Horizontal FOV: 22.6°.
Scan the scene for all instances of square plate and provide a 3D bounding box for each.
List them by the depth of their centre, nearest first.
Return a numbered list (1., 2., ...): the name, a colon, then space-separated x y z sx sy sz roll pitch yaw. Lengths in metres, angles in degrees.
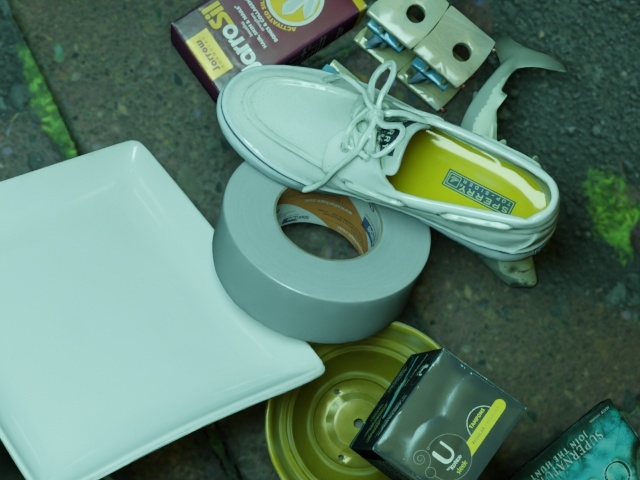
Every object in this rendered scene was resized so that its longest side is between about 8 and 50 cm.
1. square plate: -0.225 0.071 1.584 0.344 0.049 0.347 -22 61 -38

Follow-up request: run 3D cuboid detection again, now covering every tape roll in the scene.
1. tape roll: 0.000 0.000 1.655 0.219 0.072 0.219 10 47 -11

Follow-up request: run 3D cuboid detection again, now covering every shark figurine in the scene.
1. shark figurine: 0.163 -0.091 1.728 0.166 0.116 0.278 2 91 -38

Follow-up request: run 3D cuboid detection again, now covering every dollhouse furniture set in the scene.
1. dollhouse furniture set: 0.073 -0.166 1.708 0.129 0.129 0.183 40 81 0

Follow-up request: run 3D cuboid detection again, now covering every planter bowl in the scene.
1. planter bowl: 0.046 0.192 1.683 0.217 0.090 0.217 1 84 -7

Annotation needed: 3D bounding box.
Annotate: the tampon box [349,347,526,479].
1. tampon box: 0.111 0.184 1.564 0.101 0.161 0.120 36 81 -2

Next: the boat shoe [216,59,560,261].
1. boat shoe: 0.067 -0.092 1.578 0.367 0.156 0.136 26 75 6

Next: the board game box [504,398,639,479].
1. board game box: 0.276 0.271 1.701 0.186 0.026 0.126 -34 87 -25

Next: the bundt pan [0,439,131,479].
1. bundt pan: -0.300 0.335 1.565 0.331 0.124 0.331 -14 57 23

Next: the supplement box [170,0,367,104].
1. supplement box: -0.057 -0.234 1.730 0.188 0.081 0.104 -34 88 -8
